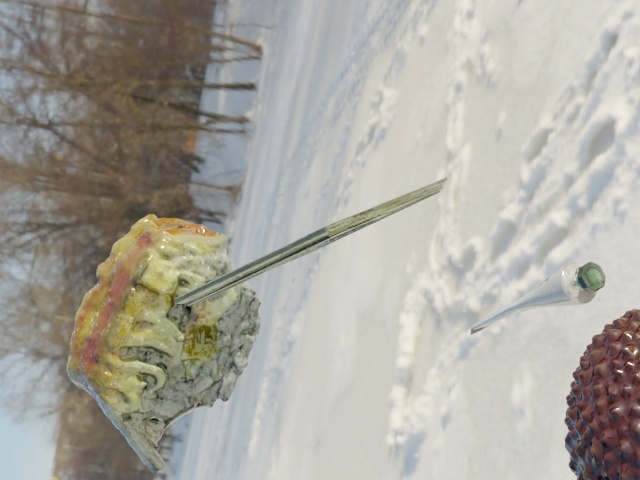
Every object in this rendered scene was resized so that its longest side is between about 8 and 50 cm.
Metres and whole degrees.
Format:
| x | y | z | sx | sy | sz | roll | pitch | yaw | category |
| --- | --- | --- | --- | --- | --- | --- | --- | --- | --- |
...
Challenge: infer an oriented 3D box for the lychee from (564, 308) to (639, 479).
| x | y | z | sx | sy | sz | roll | pitch | yaw | category |
| --- | --- | --- | --- | --- | --- | --- | --- | --- | --- |
| 0.416 | 0.221 | 1.048 | 0.276 | 0.275 | 0.304 | 119 | 135 | -68 | lychee |

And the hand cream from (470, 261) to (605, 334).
| x | y | z | sx | sy | sz | roll | pitch | yaw | category |
| --- | --- | --- | --- | --- | --- | --- | --- | --- | --- |
| 0.402 | 0.113 | 1.695 | 0.336 | 0.121 | 0.076 | -41 | 67 | 61 | hand cream |

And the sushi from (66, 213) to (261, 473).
| x | y | z | sx | sy | sz | roll | pitch | yaw | category |
| --- | --- | --- | --- | --- | --- | --- | --- | --- | --- |
| -0.185 | 0.110 | 1.060 | 0.139 | 0.184 | 0.274 | 17 | 79 | 52 | sushi |

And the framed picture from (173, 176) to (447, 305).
| x | y | z | sx | sy | sz | roll | pitch | yaw | category |
| --- | --- | --- | --- | --- | --- | --- | --- | --- | --- |
| 0.000 | 0.000 | 0.666 | 0.183 | 0.142 | 0.011 | -23 | -92 | -56 | framed picture |
